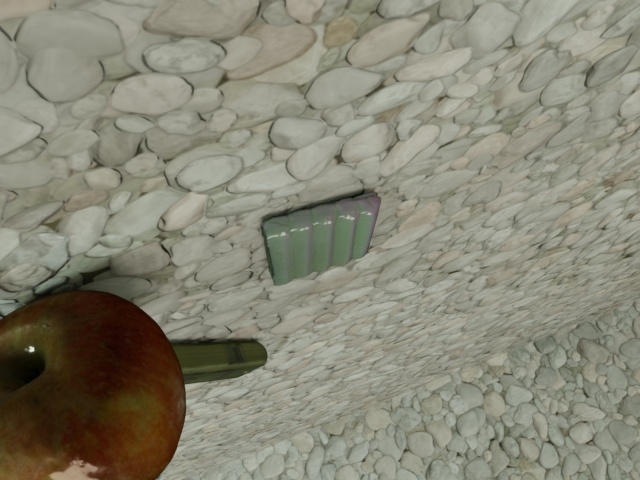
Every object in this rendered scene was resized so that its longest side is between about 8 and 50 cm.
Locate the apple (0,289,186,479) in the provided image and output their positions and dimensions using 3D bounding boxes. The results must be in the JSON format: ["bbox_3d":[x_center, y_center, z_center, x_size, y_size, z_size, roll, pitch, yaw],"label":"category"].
[{"bbox_3d":[-0.307,0.217,0.982,0.302,0.301,0.301,-19,159,-8],"label":"apple"}]

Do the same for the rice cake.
[{"bbox_3d":[0.000,0.000,1.128,0.189,0.037,0.198,-16,158,-15],"label":"rice cake"}]

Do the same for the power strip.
[{"bbox_3d":[-0.246,0.223,1.394,0.092,0.066,0.388,-32,159,28],"label":"power strip"}]

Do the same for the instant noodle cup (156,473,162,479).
[{"bbox_3d":[-0.406,0.326,1.149,0.255,0.244,0.244,-26,165,-38],"label":"instant noodle cup"}]
